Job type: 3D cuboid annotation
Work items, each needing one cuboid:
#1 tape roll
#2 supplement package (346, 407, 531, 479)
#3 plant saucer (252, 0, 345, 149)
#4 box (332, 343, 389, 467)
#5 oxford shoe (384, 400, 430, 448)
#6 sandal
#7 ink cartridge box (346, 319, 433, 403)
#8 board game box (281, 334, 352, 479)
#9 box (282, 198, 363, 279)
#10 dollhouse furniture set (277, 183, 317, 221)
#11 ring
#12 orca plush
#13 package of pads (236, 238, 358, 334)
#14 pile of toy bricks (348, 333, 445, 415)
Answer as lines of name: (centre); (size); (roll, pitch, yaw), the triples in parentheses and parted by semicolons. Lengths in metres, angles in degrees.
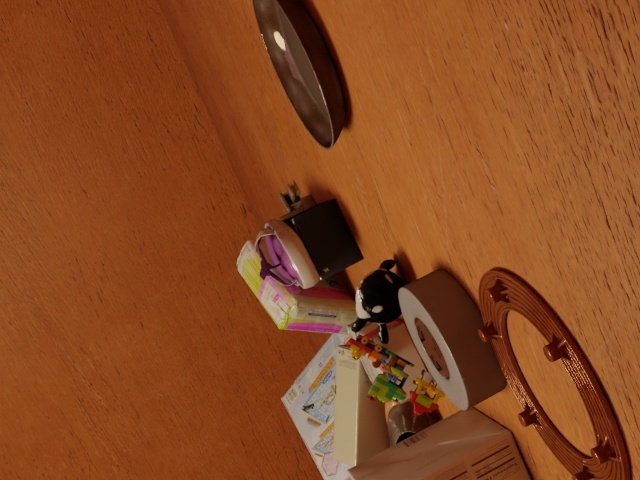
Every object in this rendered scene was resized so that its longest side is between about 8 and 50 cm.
tape roll: (0.207, 0.157, 1.545); (0.219, 0.072, 0.219); (60, 170, 18)
supplement package: (0.208, 0.428, 1.685); (0.145, 0.261, 0.204); (66, 172, -7)
plant saucer: (-0.031, -0.308, 1.683); (0.311, 0.050, 0.311); (61, 170, 19)
box: (0.100, 0.383, 2.275); (0.094, 0.113, 0.275); (7, 95, 52)
oxford shoe: (0.214, 0.509, 2.197); (0.133, 0.129, 0.364); (-89, -17, -55)
sandal: (-0.097, 0.040, 2.167); (0.169, 0.102, 0.416); (64, 171, -2)
ink cartridge box: (0.146, 0.249, 2.099); (0.159, 0.092, 0.218); (65, 169, -7)
board game box: (0.067, 0.420, 2.461); (0.065, 0.319, 0.318); (11, -144, -43)
box: (0.000, 0.000, 2.181); (0.153, 0.108, 0.207); (65, 171, -4)
dollhouse furniture set: (-0.081, -0.082, 2.438); (0.161, 0.101, 0.182); (60, 170, 25)
ring: (0.293, 0.194, 1.283); (0.337, 0.032, 0.336); (62, 171, 17)
orca plush: (0.135, 0.138, 1.833); (0.102, 0.151, 0.287); (27, 155, 17)
package of pads: (-0.062, 0.117, 2.455); (0.296, 0.229, 0.101); (50, 122, 46)
pile of toy bricks: (0.133, 0.276, 1.920); (0.212, 0.105, 0.118); (29, 177, -1)
